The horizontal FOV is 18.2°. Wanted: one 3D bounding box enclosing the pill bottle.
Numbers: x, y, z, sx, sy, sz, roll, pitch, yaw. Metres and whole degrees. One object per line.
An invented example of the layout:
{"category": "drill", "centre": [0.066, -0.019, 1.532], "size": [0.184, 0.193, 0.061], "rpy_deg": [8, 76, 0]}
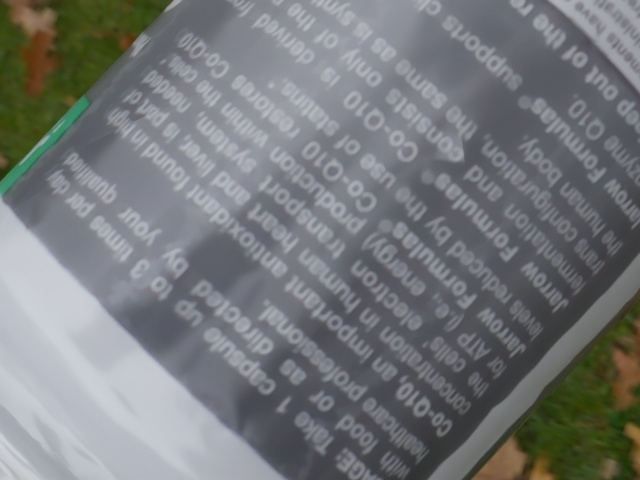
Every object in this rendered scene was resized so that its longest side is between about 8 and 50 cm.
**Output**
{"category": "pill bottle", "centre": [0.000, 0.000, 0.745], "size": [0.361, 0.204, 0.204], "rpy_deg": [-47, 55, -2]}
